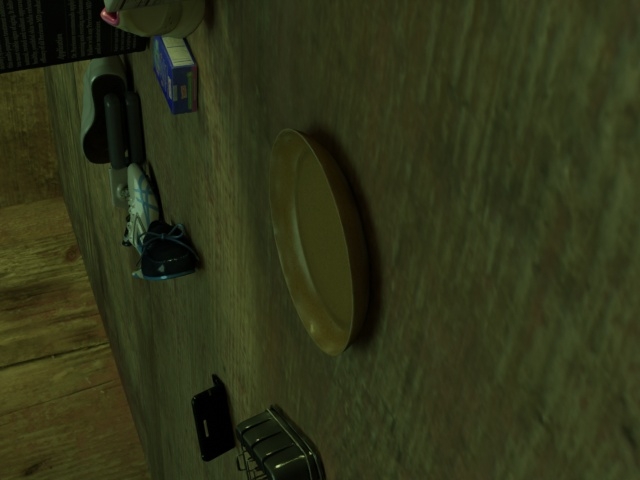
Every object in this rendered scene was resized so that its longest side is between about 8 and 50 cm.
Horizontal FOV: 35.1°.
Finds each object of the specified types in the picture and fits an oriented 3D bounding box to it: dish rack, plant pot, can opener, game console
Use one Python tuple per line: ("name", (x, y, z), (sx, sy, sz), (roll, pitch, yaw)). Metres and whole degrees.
("dish rack", (-0.046, 0.382, 1.378), (0.208, 0.074, 0.271), (-152, 50, -69))
("plant pot", (0.000, 0.000, 1.035), (0.236, 0.032, 0.236), (168, 90, -73))
("can opener", (-0.399, -0.182, 2.054), (0.093, 0.074, 0.280), (-119, 24, -43))
("game console", (-0.196, 0.312, 1.788), (0.071, 0.107, 0.122), (1, 105, 43))

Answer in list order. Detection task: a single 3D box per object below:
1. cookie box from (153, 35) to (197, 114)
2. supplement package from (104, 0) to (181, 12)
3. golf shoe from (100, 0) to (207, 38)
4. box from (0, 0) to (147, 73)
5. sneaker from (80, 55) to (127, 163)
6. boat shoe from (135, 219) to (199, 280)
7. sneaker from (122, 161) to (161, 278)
("cookie box", (-0.216, -0.255, 1.501), (0.091, 0.040, 0.107), (99, 152, -49))
("supplement package", (-0.175, -0.390, 1.113), (0.262, 0.145, 0.204), (175, 82, -71))
("golf shoe", (-0.239, -0.405, 1.276), (0.115, 0.140, 0.306), (-12, 94, 48))
("box", (-0.563, -0.544, 1.658), (0.297, 0.472, 0.479), (118, 137, -63))
("sneaker", (-0.442, -0.283, 2.102), (0.290, 0.106, 0.123), (113, 151, -49))
("boat shoe", (-0.287, 0.014, 1.802), (0.258, 0.109, 0.089), (-161, 63, -67))
("sneaker", (-0.358, -0.037, 2.013), (0.085, 0.086, 0.237), (-171, 70, -73))
